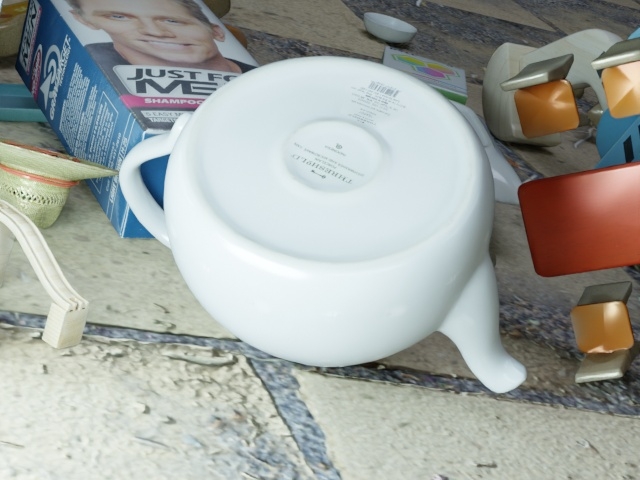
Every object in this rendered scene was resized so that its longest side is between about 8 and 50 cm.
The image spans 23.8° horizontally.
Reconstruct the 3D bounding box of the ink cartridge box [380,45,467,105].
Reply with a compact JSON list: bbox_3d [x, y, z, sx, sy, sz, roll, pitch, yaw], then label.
[{"bbox_3d":[0.123,-0.193,1.913,0.109,0.062,0.209,17,19,-1],"label":"ink cartridge box"}]

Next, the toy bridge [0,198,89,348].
[{"bbox_3d":[-0.230,0.004,1.069,0.188,0.063,0.026,32,24,32],"label":"toy bridge"}]

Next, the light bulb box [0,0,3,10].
[{"bbox_3d":[-0.420,-0.291,1.253,0.225,0.361,0.358,2,25,-38],"label":"light bulb box"}]

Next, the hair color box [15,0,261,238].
[{"bbox_3d":[-0.146,-0.128,1.386,0.174,0.105,0.347,1,29,-29],"label":"hair color box"}]

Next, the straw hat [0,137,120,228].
[{"bbox_3d":[-0.227,-0.042,1.201,0.144,0.061,0.144,16,2,-1],"label":"straw hat"}]

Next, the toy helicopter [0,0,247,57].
[{"bbox_3d":[-0.241,-0.245,1.664,0.235,0.140,0.355,28,35,36],"label":"toy helicopter"}]

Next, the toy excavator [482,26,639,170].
[{"bbox_3d":[0.384,-0.150,1.737,0.222,0.433,0.445,6,50,-29],"label":"toy excavator"}]

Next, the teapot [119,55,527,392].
[{"bbox_3d":[0.000,0.000,1.121,0.252,0.187,0.256,-12,52,-13],"label":"teapot"}]

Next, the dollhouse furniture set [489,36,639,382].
[{"bbox_3d":[0.189,-0.011,1.245,0.259,0.262,0.135,-11,9,26],"label":"dollhouse furniture set"}]

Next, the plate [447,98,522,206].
[{"bbox_3d":[0.067,-0.121,1.574,0.278,0.045,0.277,12,19,-7],"label":"plate"}]

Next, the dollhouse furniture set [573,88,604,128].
[{"bbox_3d":[0.377,-0.166,2.118,0.151,0.123,0.144,53,20,-5],"label":"dollhouse furniture set"}]

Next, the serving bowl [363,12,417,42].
[{"bbox_3d":[0.101,-0.313,2.271,0.083,0.027,0.083,16,19,-6],"label":"serving bowl"}]

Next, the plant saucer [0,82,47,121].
[{"bbox_3d":[-0.278,-0.132,1.464,0.192,0.018,0.067,-1,27,-45],"label":"plant saucer"}]
